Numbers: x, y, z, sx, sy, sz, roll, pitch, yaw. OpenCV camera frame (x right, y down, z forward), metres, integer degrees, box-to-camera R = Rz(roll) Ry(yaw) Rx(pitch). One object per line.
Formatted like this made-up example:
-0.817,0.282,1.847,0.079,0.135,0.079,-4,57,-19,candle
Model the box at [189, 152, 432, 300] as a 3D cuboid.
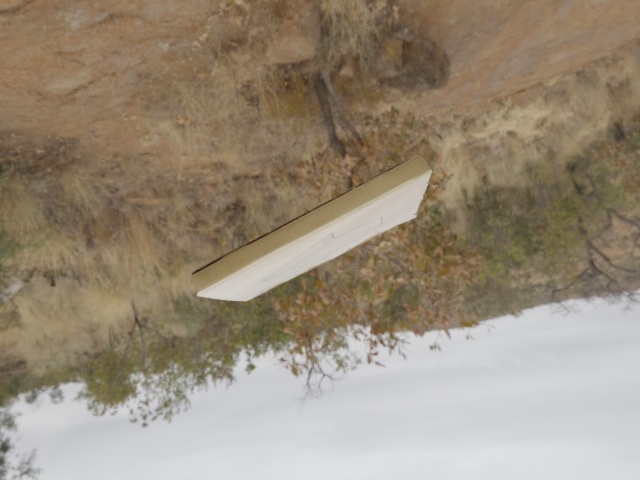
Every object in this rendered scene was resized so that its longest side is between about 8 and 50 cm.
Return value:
0.000,0.000,0.463,0.201,0.021,0.164,-28,169,1,box
